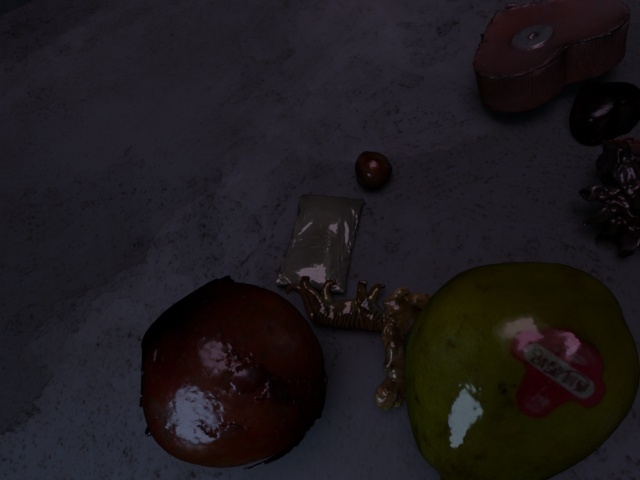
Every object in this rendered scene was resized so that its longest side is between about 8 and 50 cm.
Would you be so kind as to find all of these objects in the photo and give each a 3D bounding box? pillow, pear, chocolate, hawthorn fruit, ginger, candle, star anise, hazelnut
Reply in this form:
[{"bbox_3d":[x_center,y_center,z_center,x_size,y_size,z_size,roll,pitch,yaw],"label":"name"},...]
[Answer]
[{"bbox_3d":[0.000,0.000,0.936,0.149,0.050,0.229,9,66,9],"label":"pillow"},{"bbox_3d":[0.256,0.201,0.639,0.288,0.287,0.374,28,94,26],"label":"pear"},{"bbox_3d":[0.582,-0.278,0.910,0.149,0.080,0.125,-24,59,3],"label":"chocolate"},{"bbox_3d":[-0.143,0.206,0.729,0.316,0.316,0.315,-6,61,12],"label":"hawthorn fruit"},{"bbox_3d":[0.144,0.176,0.769,0.193,0.052,0.176,-29,90,-20],"label":"ginger"},{"bbox_3d":[0.471,-0.417,0.990,0.317,0.131,0.287,-28,47,1],"label":"candle"},{"bbox_3d":[0.569,-0.068,0.762,0.220,0.099,0.214,24,100,19],"label":"star anise"},{"bbox_3d":[0.114,-0.152,0.975,0.086,0.086,0.086,-6,61,12],"label":"hazelnut"}]

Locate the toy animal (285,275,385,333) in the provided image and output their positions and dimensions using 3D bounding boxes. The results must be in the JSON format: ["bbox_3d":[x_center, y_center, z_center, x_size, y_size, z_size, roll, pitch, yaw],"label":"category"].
[{"bbox_3d":[0.050,0.122,0.831,0.242,0.057,0.099,4,80,8],"label":"toy animal"}]

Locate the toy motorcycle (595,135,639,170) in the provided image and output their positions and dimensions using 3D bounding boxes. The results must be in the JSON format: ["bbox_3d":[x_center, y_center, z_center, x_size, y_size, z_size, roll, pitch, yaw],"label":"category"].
[{"bbox_3d":[0.629,-0.180,0.822,0.213,0.118,0.084,-9,51,11],"label":"toy motorcycle"}]
